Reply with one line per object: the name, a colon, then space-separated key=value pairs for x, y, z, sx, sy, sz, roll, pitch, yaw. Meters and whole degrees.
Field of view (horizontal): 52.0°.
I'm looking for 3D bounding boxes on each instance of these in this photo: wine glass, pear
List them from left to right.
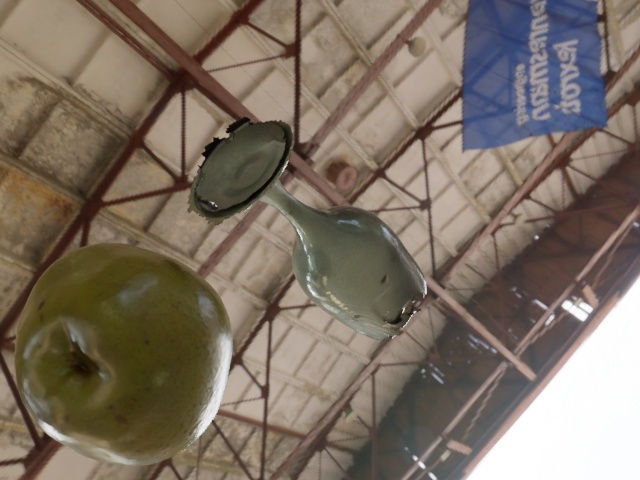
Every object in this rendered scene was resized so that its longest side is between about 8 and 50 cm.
pear: x=-0.169 y=0.097 z=0.572 sx=0.198 sy=0.198 sz=0.198 roll=-24 pitch=-45 yaw=-27
wine glass: x=0.000 y=0.000 z=0.761 sx=0.143 sy=0.143 sz=0.321 roll=-49 pitch=-49 yaw=-1
